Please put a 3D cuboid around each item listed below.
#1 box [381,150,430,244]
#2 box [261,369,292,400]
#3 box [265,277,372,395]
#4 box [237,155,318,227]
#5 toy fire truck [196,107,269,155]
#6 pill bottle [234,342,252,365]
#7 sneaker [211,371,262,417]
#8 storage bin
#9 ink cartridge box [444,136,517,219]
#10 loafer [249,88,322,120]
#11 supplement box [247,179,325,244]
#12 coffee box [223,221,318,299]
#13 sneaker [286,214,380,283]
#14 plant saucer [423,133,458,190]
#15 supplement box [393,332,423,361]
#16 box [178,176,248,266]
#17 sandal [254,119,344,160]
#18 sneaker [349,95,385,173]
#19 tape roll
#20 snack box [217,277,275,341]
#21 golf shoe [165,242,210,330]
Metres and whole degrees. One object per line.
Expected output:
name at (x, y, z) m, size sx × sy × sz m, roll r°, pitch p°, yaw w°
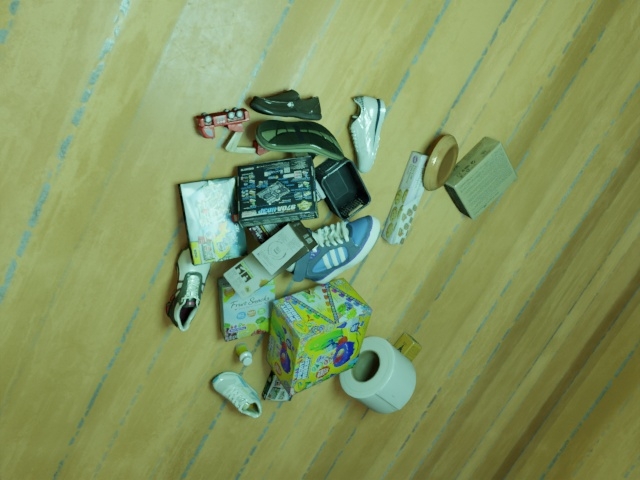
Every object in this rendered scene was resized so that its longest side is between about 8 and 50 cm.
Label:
box at (0.299, -0.142, 1.731) m, size 0.063 × 0.067 × 0.324 m, roll 7°, pitch 111°, yaw -30°
box at (-0.128, 0.496, 1.846) m, size 0.114 × 0.036 × 0.207 m, roll 13°, pitch 108°, yaw -32°
box at (-0.013, 0.317, 1.674) m, size 0.279 × 0.177 × 0.290 m, roll -16°, pitch 135°, yaw -30°
box at (-0.121, -0.136, 1.406) m, size 0.220 × 0.175 × 0.051 m, roll -7°, pitch 159°, yaw 5°
toy fire truck at (-0.238, -0.292, 1.384) m, size 0.192 × 0.047 × 0.135 m, roll -16°, pitch 120°, yaw -21°
pill bottle at (-0.258, 0.383, 1.692) m, size 0.043 × 0.083 × 0.043 m, roll -12°, pitch 119°, yaw -22°
sneaker at (-0.284, 0.538, 1.752) m, size 0.087 × 0.092 × 0.229 m, roll -44°, pitch 125°, yaw 1°
storage bin at (0.065, -0.168, 1.584) m, size 0.122 × 0.084 × 0.180 m, roll -36°, pitch 125°, yaw -7°
ink cartridge box at (0.577, -0.223, 1.821) m, size 0.234 × 0.088 × 0.193 m, roll -43°, pitch 127°, yaw -3°
loafer at (-0.095, -0.384, 1.403) m, size 0.220 × 0.080 × 0.078 m, roll -1°, pitch 105°, yaw -33°
supplement box at (-0.119, -0.106, 1.490) m, size 0.239 × 0.130 × 0.073 m, roll -36°, pitch 126°, yaw -6°
coffee box at (-0.141, 0.054, 1.464) m, size 0.246 × 0.141 × 0.098 m, roll -37°, pitch 90°, yaw 14°
sneaker at (0.000, 0.000, 1.559) m, size 0.236 × 0.130 × 0.323 m, roll 28°, pitch 126°, yaw -30°
plant saucer at (0.413, -0.257, 1.694) m, size 0.200 × 0.037 × 0.200 m, roll -41°, pitch 147°, yaw -35°
supplement box at (0.311, 0.495, 2.051) m, size 0.080 × 0.078 × 0.233 m, roll 31°, pitch 98°, yaw -35°
box at (-0.303, -0.057, 1.429) m, size 0.159 × 0.044 × 0.233 m, roll -12°, pitch 102°, yaw -25°
sandal at (-0.062, -0.281, 1.452) m, size 0.302 × 0.120 × 0.086 m, roll 1°, pitch 147°, yaw -35°
sneaker at (0.130, -0.325, 1.550) m, size 0.094 × 0.090 × 0.235 m, roll 2°, pitch 110°, yaw -14°
tape roll at (0.216, 0.510, 1.907) m, size 0.246 × 0.246 × 0.169 m, roll -46°, pitch 125°, yaw 0°
snack box at (-0.238, 0.209, 1.624) m, size 0.174 × 0.070 × 0.207 m, roll -11°, pitch 117°, yaw -23°
golf shoe at (-0.378, 0.136, 1.485) m, size 0.105 × 0.120 × 0.273 m, roll 8°, pitch 109°, yaw -29°
